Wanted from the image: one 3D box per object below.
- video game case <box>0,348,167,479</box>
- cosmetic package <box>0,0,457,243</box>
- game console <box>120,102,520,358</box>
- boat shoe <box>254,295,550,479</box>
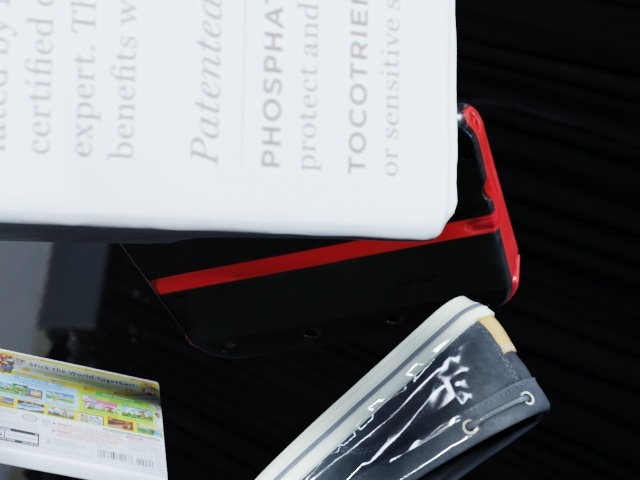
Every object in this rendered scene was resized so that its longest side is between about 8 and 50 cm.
[{"bbox_3d":[-0.298,0.211,1.557,0.227,0.206,0.026,14,114,-17],"label":"video game case"},{"bbox_3d":[-0.187,-0.161,0.605,0.394,0.329,0.327,1,89,-31],"label":"cosmetic package"},{"bbox_3d":[0.000,0.000,1.354,0.342,0.387,0.060,65,18,-51],"label":"game console"},{"bbox_3d":[0.022,0.265,1.236,0.500,0.156,0.187,-42,165,-15],"label":"boat shoe"}]
